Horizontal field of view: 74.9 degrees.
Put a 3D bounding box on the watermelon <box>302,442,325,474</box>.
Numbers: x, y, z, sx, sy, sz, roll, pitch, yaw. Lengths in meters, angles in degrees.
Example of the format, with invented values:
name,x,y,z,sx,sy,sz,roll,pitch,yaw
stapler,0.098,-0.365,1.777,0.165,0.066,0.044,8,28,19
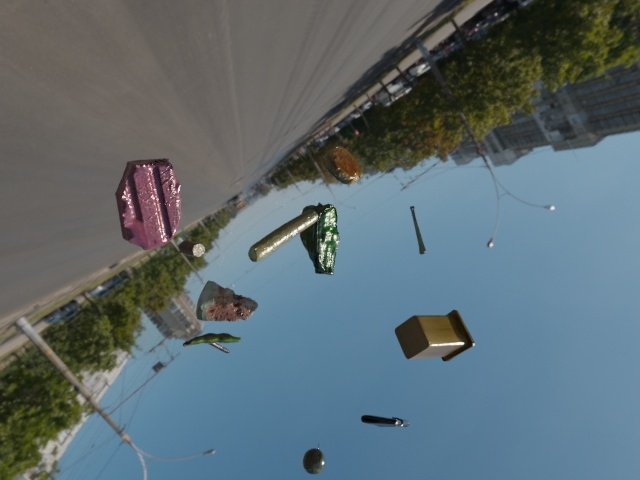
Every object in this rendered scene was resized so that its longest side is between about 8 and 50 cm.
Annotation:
name,x,y,z,sx,sy,sz,roll,pitch,yaw
watermelon,-0.026,0.997,1.915,0.105,0.105,0.133,-17,-131,55

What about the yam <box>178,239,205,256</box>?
name,x,y,z,sx,sy,sz,roll,pitch,yaw
yam,-0.678,0.043,2.200,0.127,0.084,0.084,8,-141,40

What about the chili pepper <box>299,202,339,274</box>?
name,x,y,z,sx,sy,sz,roll,pitch,yaw
chili pepper,-0.011,0.000,2.087,0.167,0.386,0.213,6,-166,40

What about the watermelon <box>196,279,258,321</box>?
name,x,y,z,sx,sy,sz,roll,pitch,yaw
watermelon,-0.376,0.263,1.691,0.154,0.240,0.095,-91,-162,-51

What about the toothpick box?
name,x,y,z,sx,sy,sz,roll,pitch,yaw
toothpick box,0.501,0.430,1.873,0.307,0.188,0.190,8,140,-38

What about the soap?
name,x,y,z,sx,sy,sz,roll,pitch,yaw
soap,-0.627,-0.130,1.540,0.220,0.326,0.127,-12,-159,-27

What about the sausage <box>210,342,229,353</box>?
name,x,y,z,sx,sy,sz,roll,pitch,yaw
sausage,-0.517,0.534,2.109,0.025,0.198,0.028,-47,-132,-7

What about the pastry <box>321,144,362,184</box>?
name,x,y,z,sx,sy,sz,roll,pitch,yaw
pastry,0.101,-0.377,2.071,0.100,0.218,0.229,-38,-138,36

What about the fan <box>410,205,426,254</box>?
name,x,y,z,sx,sy,sz,roll,pitch,yaw
fan,0.378,-0.041,1.619,0.016,0.194,0.038,-9,172,-21

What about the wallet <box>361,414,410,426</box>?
name,x,y,z,sx,sy,sz,roll,pitch,yaw
wallet,0.309,0.840,1.940,0.172,0.318,0.046,-6,-116,22

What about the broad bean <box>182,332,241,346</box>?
name,x,y,z,sx,sy,sz,roll,pitch,yaw
broad bean,-0.502,0.459,1.953,0.060,0.297,0.043,52,-56,42

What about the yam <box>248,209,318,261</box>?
name,x,y,z,sx,sy,sz,roll,pitch,yaw
yam,-0.154,-0.026,1.770,0.371,0.083,0.083,-36,-170,-38
